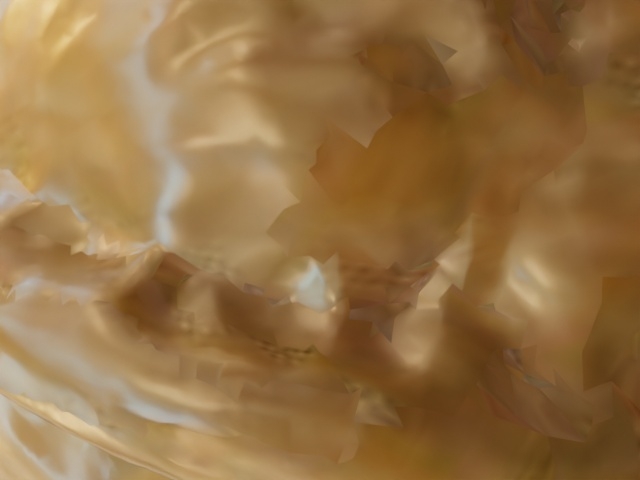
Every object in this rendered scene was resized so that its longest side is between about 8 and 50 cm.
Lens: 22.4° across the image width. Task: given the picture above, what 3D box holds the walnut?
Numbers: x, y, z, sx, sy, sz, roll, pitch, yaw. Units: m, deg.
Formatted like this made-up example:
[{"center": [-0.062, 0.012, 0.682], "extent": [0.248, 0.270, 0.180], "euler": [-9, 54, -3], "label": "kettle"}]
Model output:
[{"center": [0.014, -0.004, 0.682], "extent": [0.383, 0.383, 0.384], "euler": [-172, 90, -77], "label": "walnut"}]
